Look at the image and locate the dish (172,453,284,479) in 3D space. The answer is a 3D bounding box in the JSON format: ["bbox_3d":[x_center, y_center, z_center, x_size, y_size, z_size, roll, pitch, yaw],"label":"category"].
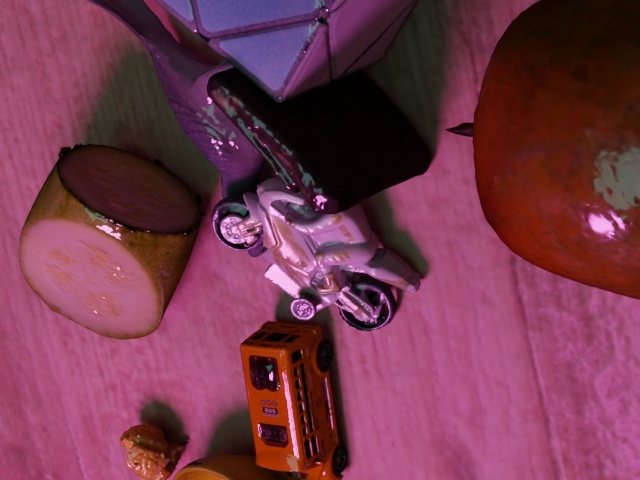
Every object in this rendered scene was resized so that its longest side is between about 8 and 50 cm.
[{"bbox_3d":[-0.088,0.304,1.662,0.207,0.080,0.149,-4,117,44],"label":"dish"}]

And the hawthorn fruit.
[{"bbox_3d":[0.247,-0.093,1.222,0.301,0.268,0.268,14,114,29],"label":"hawthorn fruit"}]

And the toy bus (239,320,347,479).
[{"bbox_3d":[-0.033,0.193,1.592,0.083,0.088,0.194,2,109,32],"label":"toy bus"}]

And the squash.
[{"bbox_3d":[-0.257,0.037,1.615,0.189,0.189,0.260,37,118,15],"label":"squash"}]

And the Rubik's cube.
[{"bbox_3d":[-0.017,-0.282,1.338,0.205,0.207,0.205,40,122,13],"label":"Rubik's cube"}]

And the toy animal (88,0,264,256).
[{"bbox_3d":[-0.115,-0.162,1.511,0.206,0.081,0.367,-26,97,49],"label":"toy animal"}]

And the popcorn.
[{"bbox_3d":[-0.198,0.257,1.734,0.084,0.084,0.084,11,113,28],"label":"popcorn"}]

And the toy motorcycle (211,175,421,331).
[{"bbox_3d":[0.000,0.000,1.501,0.228,0.074,0.151,33,121,0],"label":"toy motorcycle"}]

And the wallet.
[{"bbox_3d":[0.002,-0.112,1.374,0.182,0.229,0.049,49,120,7],"label":"wallet"}]
